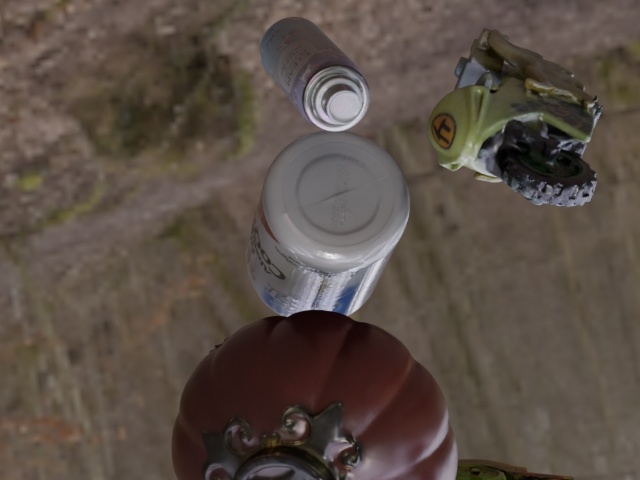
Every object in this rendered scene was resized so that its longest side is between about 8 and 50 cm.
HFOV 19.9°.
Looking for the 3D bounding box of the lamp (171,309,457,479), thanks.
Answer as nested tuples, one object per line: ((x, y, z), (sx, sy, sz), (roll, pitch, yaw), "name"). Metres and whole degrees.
((-0.006, 0.220, 1.906), (0.303, 0.303, 0.257), (-8, -163, 16), "lamp")

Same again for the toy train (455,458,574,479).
((0.208, 0.353, 2.524), (0.296, 0.100, 0.160), (6, -169, 3), "toy train")

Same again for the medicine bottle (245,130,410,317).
((0.000, 0.000, 2.020), (0.157, 0.157, 0.288), (-9, 162, -11), "medicine bottle")

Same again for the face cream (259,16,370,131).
((-0.003, -0.167, 1.853), (0.075, 0.075, 0.229), (-9, -159, -12), "face cream")

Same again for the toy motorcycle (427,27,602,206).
((0.275, -0.162, 2.534), (0.237, 0.168, 0.410), (23, -155, 1), "toy motorcycle")
